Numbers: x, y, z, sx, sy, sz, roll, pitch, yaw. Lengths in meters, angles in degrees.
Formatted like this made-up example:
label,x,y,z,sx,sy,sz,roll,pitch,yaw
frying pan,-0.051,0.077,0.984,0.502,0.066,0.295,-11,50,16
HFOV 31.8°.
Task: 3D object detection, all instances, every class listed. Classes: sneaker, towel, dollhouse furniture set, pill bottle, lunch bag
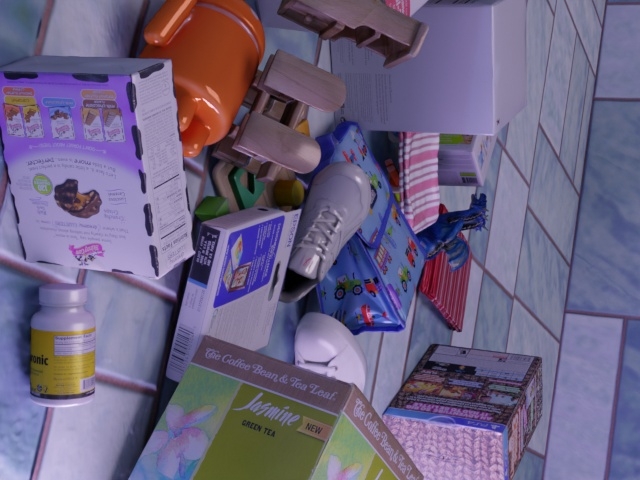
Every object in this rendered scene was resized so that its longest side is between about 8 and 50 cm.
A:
label,x,y,z,sx,sy,sz,roll,pitch,yaw
sneaker,0.000,0.000,1.534,0.115,0.090,0.232,-67,-178,-58
towel,0.176,-0.110,1.963,0.144,0.029,0.197,-27,118,-59
sneaker,0.011,0.246,1.697,0.123,0.105,0.290,-60,147,-48
towel,0.264,0.061,2.322,0.275,0.031,0.199,48,50,-61
dollhouse furniture set,-0.001,-0.174,1.340,0.242,0.161,0.212,-67,-167,-5
pill bottle,-0.258,0.104,1.125,0.065,0.065,0.116,-10,103,-65
lunch bag,0.046,-0.031,1.716,0.221,0.138,0.293,-64,139,-57

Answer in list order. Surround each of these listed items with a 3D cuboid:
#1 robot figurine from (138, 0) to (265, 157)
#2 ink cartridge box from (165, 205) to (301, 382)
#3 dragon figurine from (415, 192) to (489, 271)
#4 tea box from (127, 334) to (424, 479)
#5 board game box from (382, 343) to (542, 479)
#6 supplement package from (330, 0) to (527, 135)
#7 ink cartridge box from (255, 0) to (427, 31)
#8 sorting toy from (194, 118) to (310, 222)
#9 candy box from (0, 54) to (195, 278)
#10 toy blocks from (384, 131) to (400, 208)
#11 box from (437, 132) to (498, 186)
label,x,y,z,sx,sy,sz,roll,pitch,yaw
robot figurine,-0.138,-0.196,1.261,0.158,0.128,0.219,37,54,-22
ink cartridge box,-0.107,0.061,1.425,0.208,0.045,0.206,-18,126,-63
dragon figurine,0.225,0.003,2.084,0.289,0.144,0.085,-56,143,-47
tea box,-0.065,0.343,1.362,0.324,0.220,0.329,-65,150,-20
board game box,0.282,0.338,2.166,0.291,0.232,0.141,-43,133,-55
supplement package,0.175,-0.289,1.774,0.198,0.262,0.199,-39,130,-58
ink cartridge box,0.066,-0.394,1.531,0.283,0.207,0.117,-47,137,-41
sorting toy,-0.071,-0.073,1.532,0.348,0.047,0.196,-59,145,-45
candy box,-0.215,-0.072,1.067,0.070,0.164,0.196,-40,130,-56
toy blocks,0.141,-0.146,1.983,0.123,0.054,0.148,-68,149,-30
box,0.277,-0.214,2.196,0.103,0.114,0.203,65,37,-46
